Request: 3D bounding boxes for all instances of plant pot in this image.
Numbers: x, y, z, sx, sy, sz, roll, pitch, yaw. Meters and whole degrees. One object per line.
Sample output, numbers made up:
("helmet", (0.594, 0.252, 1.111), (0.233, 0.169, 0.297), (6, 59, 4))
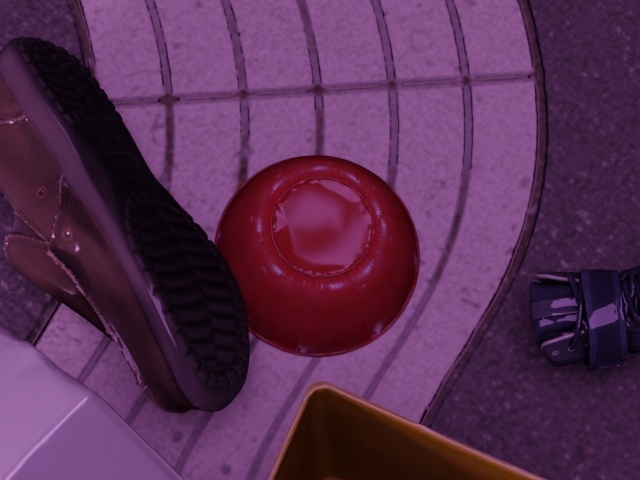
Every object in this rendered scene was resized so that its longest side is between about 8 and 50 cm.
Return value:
("plant pot", (0.043, 0.262, 1.516), (0.212, 0.187, 0.212), (24, 75, 4))

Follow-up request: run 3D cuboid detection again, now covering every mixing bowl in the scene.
("mixing bowl", (0.000, 0.000, 1.630), (0.181, 0.098, 0.181), (1, 75, -4))

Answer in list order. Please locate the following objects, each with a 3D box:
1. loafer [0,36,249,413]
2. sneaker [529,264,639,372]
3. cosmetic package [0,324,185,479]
("loafer", (-0.186, 0.003, 1.617), (0.130, 0.134, 0.366), (-40, 68, 23))
("sneaker", (0.256, 0.046, 1.567), (0.163, 0.226, 0.086), (1, 68, 1))
("cosmetic package", (-0.323, 0.294, 1.449), (0.453, 0.230, 0.161), (-47, 120, -12))
